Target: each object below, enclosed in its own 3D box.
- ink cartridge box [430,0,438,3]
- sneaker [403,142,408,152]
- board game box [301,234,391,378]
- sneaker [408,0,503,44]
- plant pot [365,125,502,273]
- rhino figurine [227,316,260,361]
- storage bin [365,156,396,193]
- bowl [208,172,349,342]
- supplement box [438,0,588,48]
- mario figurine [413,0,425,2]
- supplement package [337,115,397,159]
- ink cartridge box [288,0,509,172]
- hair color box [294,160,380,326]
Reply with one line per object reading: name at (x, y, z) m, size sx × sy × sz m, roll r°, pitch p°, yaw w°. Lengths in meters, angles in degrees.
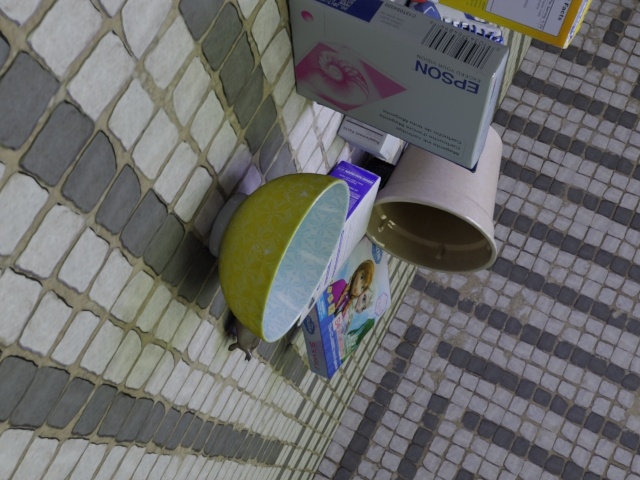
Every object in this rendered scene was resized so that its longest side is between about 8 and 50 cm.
ink cartridge box at (0.167, -0.519, 1.316) m, size 0.176 × 0.128 × 0.127 m, roll -68°, pitch 165°, yaw 16°
sneaker at (0.271, -0.204, 2.306) m, size 0.305 × 0.114 × 0.152 m, roll -56°, pitch 177°, yaw -18°
board game box at (0.067, 0.141, 1.959) m, size 0.318 × 0.066 × 0.318 m, roll -46°, pitch 142°, yaw -36°
sneaker at (0.321, -0.478, 1.750) m, size 0.315 × 0.182 × 0.127 m, roll -18°, pitch 135°, yaw -56°
plant pot at (0.300, -0.131, 1.853) m, size 0.334 × 0.334 × 0.305 m, roll 85°, pitch 24°, yaw -63°
rhino figurine at (-0.129, 0.148, 1.486) m, size 0.106 × 0.073 × 0.243 m, roll -52°, pitch 162°, yaw -53°
storage bin at (0.157, -0.128, 2.021) m, size 0.122 × 0.084 × 0.180 m, roll -61°, pitch 164°, yaw -14°
bowl at (-0.086, 0.005, 1.232) m, size 0.289 × 0.156 × 0.289 m, roll -58°, pitch 164°, yaw -28°
supplement box at (0.397, -0.574, 1.581) m, size 0.195 × 0.356 × 0.194 m, roll -48°, pitch 158°, yaw -48°
mario figurine at (0.291, -0.557, 1.431) m, size 0.170 × 0.320 × 0.198 m, roll 44°, pitch 39°, yaw -31°
supplement package at (0.127, -0.279, 1.619) m, size 0.179 × 0.105 × 0.105 m, roll -65°, pitch 166°, yaw 4°
ink cartridge box at (0.110, -0.234, 1.190) m, size 0.071 × 0.324 × 0.330 m, roll -58°, pitch 163°, yaw -23°
hair color box at (0.000, 0.000, 1.632) m, size 0.339 × 0.110 × 0.185 m, roll -54°, pitch 163°, yaw -42°
